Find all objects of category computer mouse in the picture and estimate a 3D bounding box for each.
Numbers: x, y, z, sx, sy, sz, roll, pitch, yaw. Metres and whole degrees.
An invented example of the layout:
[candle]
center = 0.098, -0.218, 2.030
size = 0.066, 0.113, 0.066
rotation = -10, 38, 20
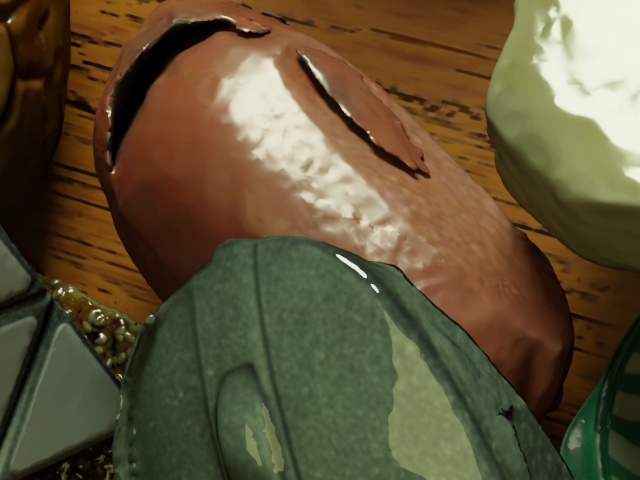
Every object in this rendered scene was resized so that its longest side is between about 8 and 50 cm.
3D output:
[computer mouse]
center = 0.042, 0.173, 0.843
size = 0.203, 0.114, 0.374
rotation = -25, 105, 40

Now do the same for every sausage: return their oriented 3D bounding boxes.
[sausage]
center = 0.000, 0.000, 0.948
size = 0.152, 0.152, 0.279
rotation = -46, 72, 10

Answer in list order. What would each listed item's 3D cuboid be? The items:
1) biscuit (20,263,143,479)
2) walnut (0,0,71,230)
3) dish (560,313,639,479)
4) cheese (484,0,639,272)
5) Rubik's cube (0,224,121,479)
[biscuit]
center = -0.126, 0.100, 1.047
size = 0.237, 0.026, 0.131
rotation = 26, 94, 22
[walnut]
center = -0.221, -0.108, 1.024
size = 0.203, 0.203, 0.297
rotation = 3, 109, 21
[dish]
center = 0.223, 0.083, 0.880
size = 0.224, 0.078, 0.246
rotation = -5, 65, 15
[cheese]
center = 0.222, -0.109, 0.859
size = 0.326, 0.115, 0.318
rotation = -24, 62, 4
[Rubik's cube]
center = -0.252, 0.036, 0.929
size = 0.228, 0.229, 0.233
rotation = -24, 89, 8
